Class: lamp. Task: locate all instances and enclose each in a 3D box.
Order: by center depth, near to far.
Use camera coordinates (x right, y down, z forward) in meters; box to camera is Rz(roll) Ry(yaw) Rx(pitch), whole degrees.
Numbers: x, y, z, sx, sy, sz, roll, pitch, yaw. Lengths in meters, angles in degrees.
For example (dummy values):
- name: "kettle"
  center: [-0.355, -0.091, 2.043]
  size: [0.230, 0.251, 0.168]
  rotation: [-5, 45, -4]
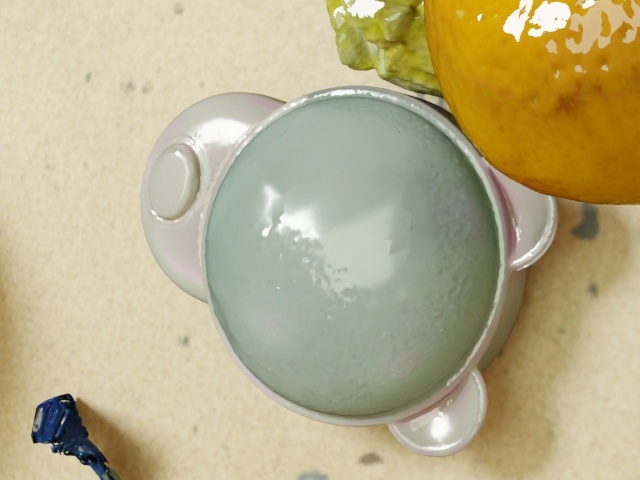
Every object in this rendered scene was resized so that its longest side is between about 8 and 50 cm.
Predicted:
- name: "lamp"
  center: [-0.002, -0.001, 0.808]
  size: [0.246, 0.108, 0.179]
  rotation: [25, 98, 30]

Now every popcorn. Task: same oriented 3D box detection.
- name: "popcorn"
  center: [0.057, -0.129, 0.784]
  size: [0.116, 0.106, 0.120]
  rotation: [-34, 70, 35]

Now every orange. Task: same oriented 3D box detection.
- name: "orange"
  center: [0.133, -0.100, 0.665]
  size: [0.178, 0.155, 0.177]
  rotation: [-7, 74, 24]

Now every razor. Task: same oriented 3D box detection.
- name: "razor"
  center: [-0.124, 0.251, 0.900]
  size: [0.056, 0.093, 0.324]
  rotation: [-7, 86, -5]
